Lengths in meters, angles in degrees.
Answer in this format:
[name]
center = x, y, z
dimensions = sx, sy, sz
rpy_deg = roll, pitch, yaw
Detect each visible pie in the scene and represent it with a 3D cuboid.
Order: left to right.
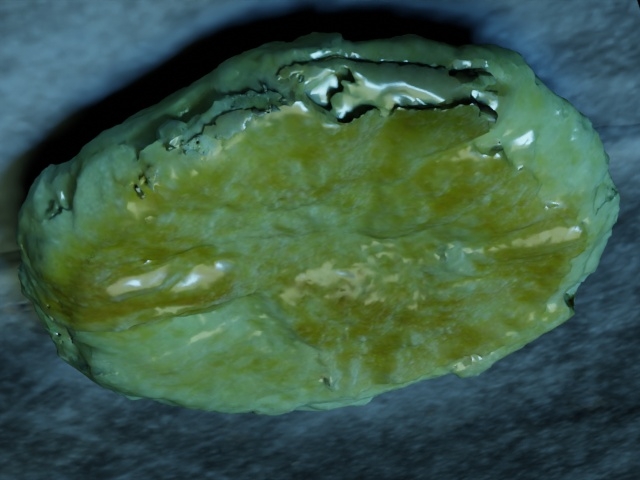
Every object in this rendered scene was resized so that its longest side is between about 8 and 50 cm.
[pie]
center = 0.000, 0.000, 0.688
dimensions = 0.306, 0.071, 0.306
rpy_deg = -11, 144, -8

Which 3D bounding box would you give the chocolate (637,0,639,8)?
[chocolate]
center = 0.214, -0.135, 0.325
dimensions = 0.297, 0.326, 0.314
rpy_deg = -17, 153, 11
